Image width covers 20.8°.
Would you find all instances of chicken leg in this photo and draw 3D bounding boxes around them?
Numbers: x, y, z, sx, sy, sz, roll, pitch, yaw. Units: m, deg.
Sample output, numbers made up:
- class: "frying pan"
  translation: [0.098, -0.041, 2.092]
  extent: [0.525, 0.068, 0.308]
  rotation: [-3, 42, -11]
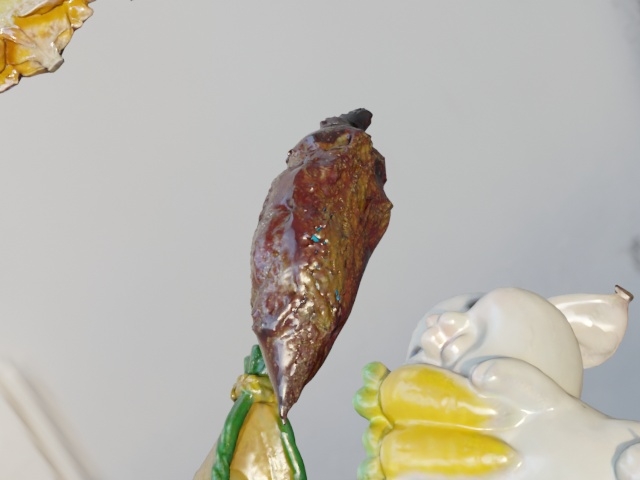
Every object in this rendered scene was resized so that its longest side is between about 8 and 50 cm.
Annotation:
- class: "chicken leg"
  translation: [0.000, 0.000, 1.063]
  extent: [0.063, 0.234, 0.105]
  rotation: [-10, 122, 23]

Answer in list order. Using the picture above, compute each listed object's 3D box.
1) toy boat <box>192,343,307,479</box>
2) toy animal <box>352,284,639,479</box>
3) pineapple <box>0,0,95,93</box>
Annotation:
- class: "toy boat"
  translation: [-0.027, 0.173, 1.065]
  extent: [0.089, 0.088, 0.229]
  rotation: [18, -135, -48]
- class: "toy animal"
  translation: [0.166, 0.145, 1.374]
  extent: [0.247, 0.182, 0.310]
  rotation: [16, -154, -35]
- class: "pineapple"
  translation: [-0.186, -0.145, 0.868]
  extent: [0.221, 0.221, 0.047]
  rotation: [37, 168, 37]
